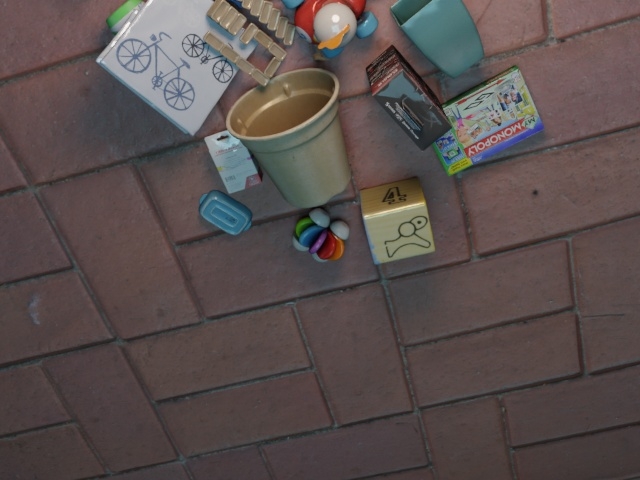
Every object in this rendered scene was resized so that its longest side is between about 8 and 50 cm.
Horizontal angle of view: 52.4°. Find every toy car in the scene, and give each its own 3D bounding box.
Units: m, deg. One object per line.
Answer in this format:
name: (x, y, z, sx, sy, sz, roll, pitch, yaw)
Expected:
toy car: (0.020, -0.563, 1.700, 0.210, 0.238, 0.219, -25, 128, 27)
toy car: (0.000, 0.000, 2.115, 0.182, 0.136, 0.159, 31, 116, -17)

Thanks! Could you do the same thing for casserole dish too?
casserole dish: (-0.311, -0.084, 2.122, 0.188, 0.037, 0.114, 32, 116, -18)

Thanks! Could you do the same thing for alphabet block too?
alphabet block: (0.239, -0.063, 2.049, 0.197, 0.193, 0.192, -12, 121, 6)

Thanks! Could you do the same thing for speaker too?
speaker: (-0.452, -0.525, 1.813, 0.131, 0.131, 0.296, -33, 115, 17)

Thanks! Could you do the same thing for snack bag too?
snack bag: (-0.374, -0.510, 1.751, 0.323, 0.037, 0.343, 37, 84, -34)

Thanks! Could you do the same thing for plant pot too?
plant pot: (0.333, -0.574, 1.777, 0.165, 0.166, 0.234, -35, 122, 18)
plant pot: (-0.060, -0.273, 1.877, 0.333, 0.334, 0.305, -17, 130, 9)

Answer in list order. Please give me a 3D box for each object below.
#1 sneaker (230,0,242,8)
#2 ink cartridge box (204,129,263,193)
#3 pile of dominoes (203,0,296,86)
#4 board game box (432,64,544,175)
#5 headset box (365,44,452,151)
sneaker: (-0.298, -0.687, 1.754, 0.209, 0.069, 0.082, 16, 122, -10)
ink cartridge box: (-0.266, -0.256, 2.005, 0.115, 0.067, 0.198, -16, 120, 9)
pile of dominoes: (-0.194, -0.576, 1.798, 0.251, 0.040, 0.196, 31, 98, -40)
board game box: (0.485, -0.356, 1.965, 0.317, 0.046, 0.214, -27, 116, 14)
headset box: (0.241, -0.393, 1.798, 0.110, 0.293, 0.218, -39, 114, 20)
